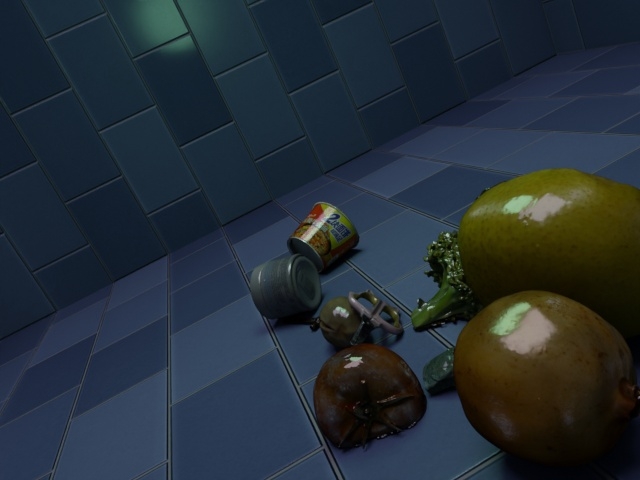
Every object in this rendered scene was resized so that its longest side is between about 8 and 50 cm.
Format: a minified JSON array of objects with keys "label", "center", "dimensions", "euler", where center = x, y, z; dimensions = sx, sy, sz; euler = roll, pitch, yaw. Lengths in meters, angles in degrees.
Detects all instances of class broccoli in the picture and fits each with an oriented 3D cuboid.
[{"label":"broccoli","center":[0.309,0.079,1.314],"dimensions":[0.273,0.180,0.242],"euler":[-23,19,9]}]

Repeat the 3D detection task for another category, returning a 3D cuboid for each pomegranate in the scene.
[{"label":"pomegranate","center":[0.331,0.198,0.832],"dimensions":[0.264,0.264,0.264],"euler":[-23,18,8]}]

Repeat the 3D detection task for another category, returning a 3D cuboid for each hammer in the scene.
[{"label":"hammer","center":[-0.057,0.233,1.634],"dimensions":[0.178,0.021,0.065],"euler":[-7,26,46]}]

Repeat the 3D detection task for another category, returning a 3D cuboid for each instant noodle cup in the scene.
[{"label":"instant noodle cup","center":[0.000,0.000,1.951],"dimensions":[0.174,0.213,0.213],"euler":[-45,25,-27]}]

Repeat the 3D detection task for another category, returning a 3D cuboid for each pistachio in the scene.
[{"label":"pistachio","center":[0.058,0.202,1.419],"dimensions":[0.124,0.124,0.185],"euler":[-24,13,5]}]

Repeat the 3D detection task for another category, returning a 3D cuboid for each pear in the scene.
[{"label":"pear","center":[0.422,0.064,0.982],"dimensions":[0.386,0.340,0.191],"euler":[12,42,27]}]

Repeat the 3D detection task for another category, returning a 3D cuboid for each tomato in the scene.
[{"label":"tomato","center":[0.079,0.284,1.106],"dimensions":[0.214,0.155,0.181],"euler":[-25,14,5]}]

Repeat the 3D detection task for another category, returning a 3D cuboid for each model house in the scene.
[{"label":"model house","center":[0.247,0.259,1.112],"dimensions":[0.083,0.066,0.078],"euler":[-36,22,28]}]

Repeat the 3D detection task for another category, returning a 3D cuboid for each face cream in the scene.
[{"label":"face cream","center":[-0.100,0.139,1.701],"dimensions":[0.153,0.177,0.177],"euler":[-16,20,28]}]

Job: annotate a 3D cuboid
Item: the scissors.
[{"label":"scissors","center":[0.113,0.186,1.309],"dimensions":[0.024,0.160,0.317],"euler":[-58,-9,19]}]
